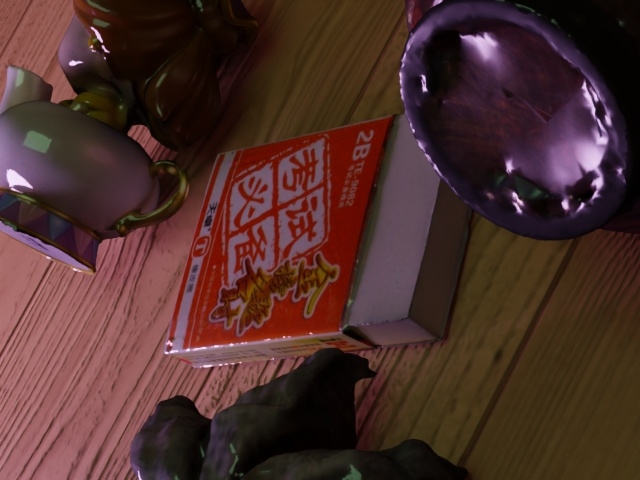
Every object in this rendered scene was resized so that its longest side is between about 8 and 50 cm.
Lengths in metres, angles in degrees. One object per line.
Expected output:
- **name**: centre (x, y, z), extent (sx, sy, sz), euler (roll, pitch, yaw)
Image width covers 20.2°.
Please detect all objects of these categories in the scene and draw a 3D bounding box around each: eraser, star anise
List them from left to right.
- **star anise**: centre (-0.034, 0.172, 1.032), extent (0.359, 0.139, 0.316), euler (-38, 44, 9)
- **eraser**: centre (0.000, 0.000, 1.191), extent (0.230, 0.038, 0.157), euler (-9, 58, 44)

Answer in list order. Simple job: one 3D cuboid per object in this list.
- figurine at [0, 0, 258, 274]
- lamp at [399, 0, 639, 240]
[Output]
- **figurine**: centre (-0.152, -0.110, 1.351), extent (0.189, 0.142, 0.263), euler (24, 80, 19)
- **lamp**: centre (0.160, -0.117, 0.964), extent (0.247, 0.247, 0.247), euler (-26, 48, 33)
